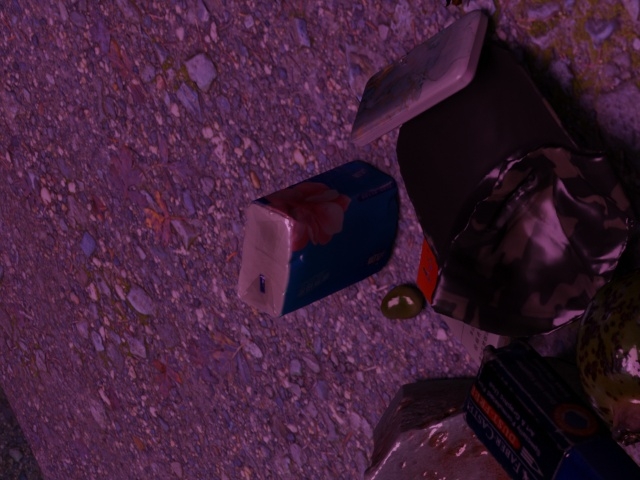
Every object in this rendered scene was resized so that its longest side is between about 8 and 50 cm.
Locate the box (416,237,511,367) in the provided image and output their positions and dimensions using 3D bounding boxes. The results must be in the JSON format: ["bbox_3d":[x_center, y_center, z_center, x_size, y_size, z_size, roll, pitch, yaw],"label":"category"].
[{"bbox_3d":[0.233,0.093,1.980,0.245,0.035,0.139,55,150,41],"label":"box"}]

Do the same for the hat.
[{"bbox_3d":[0.296,-0.083,1.837,0.366,0.257,0.382,-37,42,32],"label":"hat"}]

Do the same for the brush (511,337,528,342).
[{"bbox_3d":[0.281,0.041,1.953,0.068,0.060,0.297,8,115,47],"label":"brush"}]

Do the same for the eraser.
[{"bbox_3d":[0.332,0.299,1.756,0.332,0.101,0.155,52,140,42],"label":"eraser"}]

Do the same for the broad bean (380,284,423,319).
[{"bbox_3d":[0.144,0.110,2.148,0.083,0.045,0.063,-23,93,42],"label":"broad bean"}]

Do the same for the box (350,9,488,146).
[{"bbox_3d":[0.151,-0.249,1.903,0.044,0.142,0.285,30,147,-24],"label":"box"}]

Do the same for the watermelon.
[{"bbox_3d":[0.188,0.368,2.061,0.387,0.258,0.228,-18,92,54],"label":"watermelon"}]

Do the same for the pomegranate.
[{"bbox_3d":[0.463,0.170,1.673,0.254,0.270,0.254,20,150,12],"label":"pomegranate"}]

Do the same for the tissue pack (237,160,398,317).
[{"bbox_3d":[0.000,0.000,2.075,0.137,0.269,0.209,32,126,31],"label":"tissue pack"}]

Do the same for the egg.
[{"bbox_3d":[0.377,0.259,1.902,0.172,0.132,0.132,62,141,23],"label":"egg"}]

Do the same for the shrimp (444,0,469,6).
[{"bbox_3d":[0.197,-0.469,1.797,0.150,0.068,0.249,25,121,53],"label":"shrimp"}]
